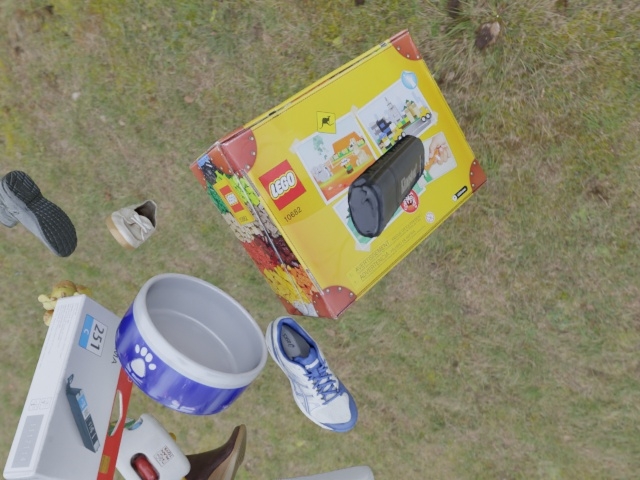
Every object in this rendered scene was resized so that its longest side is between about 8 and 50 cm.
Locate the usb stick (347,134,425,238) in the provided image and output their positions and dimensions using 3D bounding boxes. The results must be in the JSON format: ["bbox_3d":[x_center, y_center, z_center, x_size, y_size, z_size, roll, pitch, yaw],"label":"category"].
[{"bbox_3d":[0.099,-0.084,0.691,0.045,0.278,0.077,-4,110,24],"label":"usb stick"}]

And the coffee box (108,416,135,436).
[{"bbox_3d":[-0.635,0.607,1.523,0.040,0.184,0.113,17,86,9],"label":"coffee box"}]

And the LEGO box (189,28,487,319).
[{"bbox_3d":[0.058,-0.138,1.038,0.373,0.500,0.193,58,153,-12],"label":"LEGO box"}]

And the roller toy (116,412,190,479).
[{"bbox_3d":[-0.423,0.541,1.262,0.209,0.146,0.191,31,144,34],"label":"roller toy"}]

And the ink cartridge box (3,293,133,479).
[{"bbox_3d":[-0.403,0.286,0.911,0.066,0.297,0.261,-10,145,13],"label":"ink cartridge box"}]

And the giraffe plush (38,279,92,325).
[{"bbox_3d":[-0.875,0.211,1.733,0.210,0.181,0.171,47,152,27],"label":"giraffe plush"}]

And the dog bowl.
[{"bbox_3d":[-0.234,0.186,0.937,0.265,0.265,0.104,38,106,0],"label":"dog bowl"}]

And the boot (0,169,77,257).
[{"bbox_3d":[-0.730,-0.057,1.261,0.161,0.083,0.247,-12,119,33],"label":"boot"}]

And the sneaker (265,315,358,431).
[{"bbox_3d":[-0.024,0.297,1.118,0.296,0.111,0.131,49,160,11],"label":"sneaker"}]

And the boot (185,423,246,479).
[{"bbox_3d":[-0.335,0.632,1.465,0.206,0.248,0.090,4,125,9],"label":"boot"}]

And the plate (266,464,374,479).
[{"bbox_3d":[-0.007,0.493,0.739,0.045,0.277,0.278,-18,67,47],"label":"plate"}]

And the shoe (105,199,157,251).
[{"bbox_3d":[-0.353,-0.038,0.965,0.058,0.219,0.077,-39,108,0],"label":"shoe"}]
